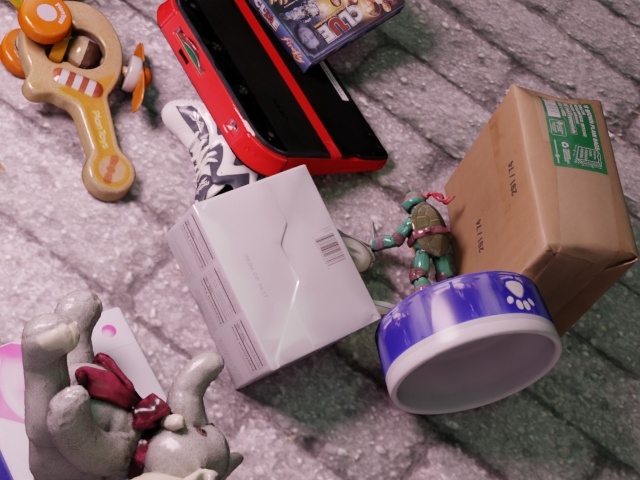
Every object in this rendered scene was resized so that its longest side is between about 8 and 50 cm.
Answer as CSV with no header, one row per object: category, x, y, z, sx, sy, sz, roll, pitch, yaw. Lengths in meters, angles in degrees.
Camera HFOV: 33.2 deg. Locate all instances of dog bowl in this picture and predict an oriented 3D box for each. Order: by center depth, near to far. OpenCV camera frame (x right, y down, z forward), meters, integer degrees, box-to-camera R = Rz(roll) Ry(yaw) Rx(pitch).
dog bowl,0.218,0.157,1.606,0.265,0.265,0.104,-2,57,-22

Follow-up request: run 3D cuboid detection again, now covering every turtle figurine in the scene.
turtle figurine,0.164,0.005,1.787,0.175,0.118,0.234,-3,65,-23

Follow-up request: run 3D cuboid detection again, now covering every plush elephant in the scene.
plush elephant,-0.220,0.229,1.314,0.256,0.272,0.329,2,87,-4

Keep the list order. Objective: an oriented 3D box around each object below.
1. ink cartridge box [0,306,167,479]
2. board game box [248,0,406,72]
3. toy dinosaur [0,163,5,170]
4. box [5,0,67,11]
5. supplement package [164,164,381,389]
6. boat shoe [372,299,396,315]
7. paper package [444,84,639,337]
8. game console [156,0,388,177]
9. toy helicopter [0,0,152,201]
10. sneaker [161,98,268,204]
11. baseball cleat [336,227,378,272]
ink cartridge box,-0.351,0.280,1.429,0.330,0.071,0.324,-19,67,-32
board game box,0.015,-0.427,1.923,0.243,0.042,0.165,-37,88,-27
toy dinosaur,-0.582,-0.158,1.644,0.212,0.064,0.112,3,75,-8
box,-0.500,-0.573,1.807,0.290,0.177,0.279,39,77,7
supplement package,-0.073,0.054,1.603,0.204,0.145,0.261,-22,83,-31
boat shoe,0.081,0.113,1.732,0.100,0.035,0.035,12,82,-18
paper package,0.349,-0.033,1.756,0.168,0.309,0.324,8,54,-16
game console,-0.083,-0.271,1.855,0.342,0.060,0.386,-5,58,-51
toy helicopter,-0.364,-0.230,1.749,0.235,0.140,0.355,-8,72,-35
sneaker,-0.184,-0.124,1.742,0.235,0.094,0.153,41,44,-5
baseball cleat,0.000,0.000,1.758,0.206,0.072,0.109,33,11,23
